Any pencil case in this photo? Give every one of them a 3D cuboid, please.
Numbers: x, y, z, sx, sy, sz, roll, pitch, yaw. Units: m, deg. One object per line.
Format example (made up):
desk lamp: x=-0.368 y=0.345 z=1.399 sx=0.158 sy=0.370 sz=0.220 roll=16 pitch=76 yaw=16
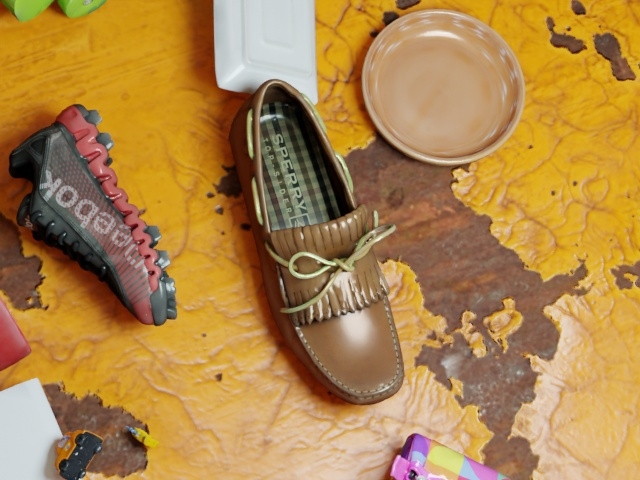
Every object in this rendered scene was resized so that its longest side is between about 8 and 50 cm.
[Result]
pencil case: x=0.179 y=0.294 z=1.811 sx=0.236 sy=0.104 sz=0.104 roll=23 pitch=70 yaw=-2

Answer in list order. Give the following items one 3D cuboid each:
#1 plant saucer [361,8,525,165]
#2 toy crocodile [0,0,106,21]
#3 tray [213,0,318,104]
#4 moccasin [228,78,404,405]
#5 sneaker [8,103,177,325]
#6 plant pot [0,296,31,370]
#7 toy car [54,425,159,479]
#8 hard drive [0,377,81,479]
plant saucer: x=0.145 y=-0.180 z=1.992 sx=0.200 sy=0.037 sz=0.200 roll=2 pitch=73 yaw=-8
toy crocodile: x=-0.236 y=-0.359 z=1.954 sx=0.340 sy=0.105 sz=0.115 roll=-28 pitch=79 yaw=-17
tray: x=-0.059 y=-0.300 z=1.962 sx=0.145 sy=0.030 sz=0.270 roll=8 pitch=73 yaw=-36
moccasin: x=0.003 y=-0.001 z=1.852 sx=0.139 sy=0.147 sz=0.380 roll=-11 pitch=74 yaw=-12
sneaker: x=-0.258 y=-0.013 z=1.843 sx=0.135 sy=0.097 sz=0.276 roll=-26 pitch=76 yaw=-16
plant pot: x=-0.423 y=0.078 z=1.743 sx=0.174 sy=0.191 sz=0.191 roll=-29 pitch=79 yaw=-10
toy car: x=-0.237 y=0.227 z=1.786 sx=0.040 sy=0.122 sz=0.060 roll=28 pitch=101 yaw=40
hard drive: x=-0.335 y=0.330 z=1.748 sx=0.210 sy=0.040 sz=0.319 roll=-22 pitch=77 yaw=-15
